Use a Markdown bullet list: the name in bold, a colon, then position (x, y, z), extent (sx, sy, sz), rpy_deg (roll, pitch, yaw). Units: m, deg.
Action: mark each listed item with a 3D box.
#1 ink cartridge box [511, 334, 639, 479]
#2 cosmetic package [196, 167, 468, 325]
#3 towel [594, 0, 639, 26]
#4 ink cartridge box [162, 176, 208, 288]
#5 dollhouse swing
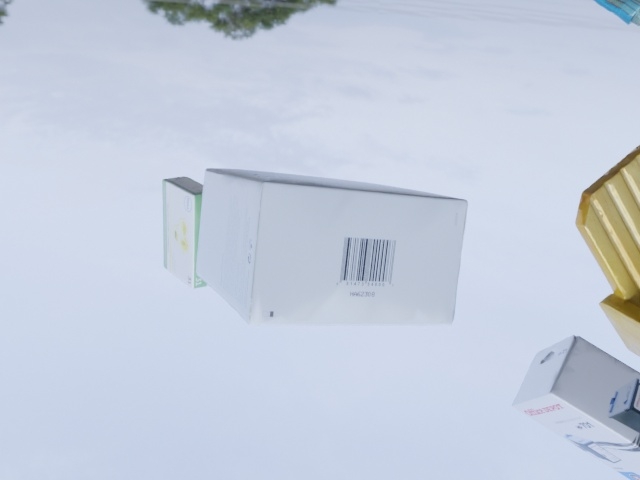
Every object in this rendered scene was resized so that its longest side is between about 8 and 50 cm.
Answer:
- **ink cartridge box**: position (0.339, 0.203, 0.753), extent (0.190, 0.140, 0.082), rpy_deg (30, -108, 9)
- **cosmetic package**: position (0.000, 0.000, 0.719), extent (0.223, 0.138, 0.224), rpy_deg (3, -174, -24)
- **towel**: position (0.409, -0.518, 0.950), extent (0.370, 0.271, 0.040), rpy_deg (44, -175, 12)
- **ink cartridge box**: position (-0.192, 0.001, 1.100), extent (0.056, 0.171, 0.235), rpy_deg (-10, -157, -36)
- **dollhouse swing**: position (0.652, 0.013, 1.052), extent (0.346, 0.305, 0.315), rpy_deg (-37, -148, -8)
